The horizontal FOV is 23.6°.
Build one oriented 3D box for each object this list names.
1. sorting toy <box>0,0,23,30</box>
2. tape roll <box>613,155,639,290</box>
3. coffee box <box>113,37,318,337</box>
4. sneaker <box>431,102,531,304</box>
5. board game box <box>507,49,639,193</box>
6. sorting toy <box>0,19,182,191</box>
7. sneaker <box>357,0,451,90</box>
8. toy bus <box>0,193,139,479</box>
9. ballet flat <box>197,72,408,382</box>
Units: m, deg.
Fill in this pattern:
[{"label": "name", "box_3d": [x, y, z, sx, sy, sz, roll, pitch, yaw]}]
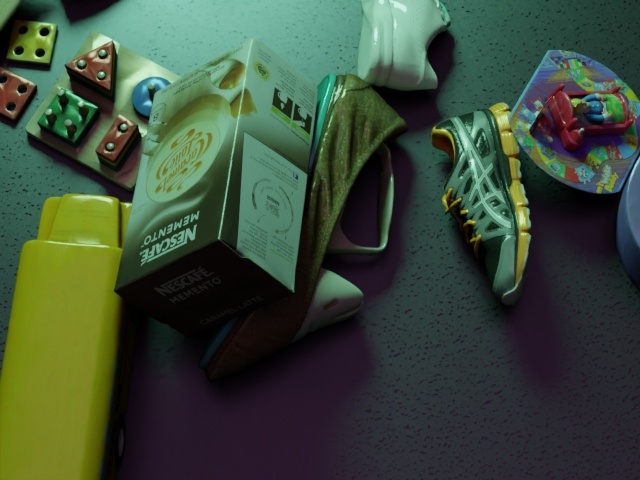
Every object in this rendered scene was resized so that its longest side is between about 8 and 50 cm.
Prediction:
[{"label": "sorting toy", "box_3d": [-0.468, -0.267, 1.616, 0.307, 0.041, 0.229, 28, 77, 16]}, {"label": "tape roll", "box_3d": [0.386, -0.020, 1.493, 0.189, 0.080, 0.189, -1, 71, 2]}, {"label": "coffee box", "box_3d": [-0.094, -0.051, 1.436, 0.141, 0.098, 0.246, -25, 43, 34]}, {"label": "sneaker", "box_3d": [0.161, -0.033, 1.505, 0.083, 0.084, 0.215, -6, 61, -1]}, {"label": "board game box", "box_3d": [0.268, -0.126, 1.521, 0.133, 0.033, 0.169, 35, 55, -2]}, {"label": "sorting toy", "box_3d": [-0.223, -0.144, 1.565, 0.274, 0.046, 0.132, 29, 74, 11]}, {"label": "sneaker", "box_3d": [0.093, -0.250, 1.590, 0.094, 0.080, 0.212, 10, 72, -13]}, {"label": "toy bus", "box_3d": [-0.236, 0.113, 1.432, 0.108, 0.130, 0.333, 5, 71, 3]}, {"label": "ballet flat", "box_3d": [0.000, 0.000, 1.492, 0.124, 0.116, 0.342, 27, 69, -10]}]
